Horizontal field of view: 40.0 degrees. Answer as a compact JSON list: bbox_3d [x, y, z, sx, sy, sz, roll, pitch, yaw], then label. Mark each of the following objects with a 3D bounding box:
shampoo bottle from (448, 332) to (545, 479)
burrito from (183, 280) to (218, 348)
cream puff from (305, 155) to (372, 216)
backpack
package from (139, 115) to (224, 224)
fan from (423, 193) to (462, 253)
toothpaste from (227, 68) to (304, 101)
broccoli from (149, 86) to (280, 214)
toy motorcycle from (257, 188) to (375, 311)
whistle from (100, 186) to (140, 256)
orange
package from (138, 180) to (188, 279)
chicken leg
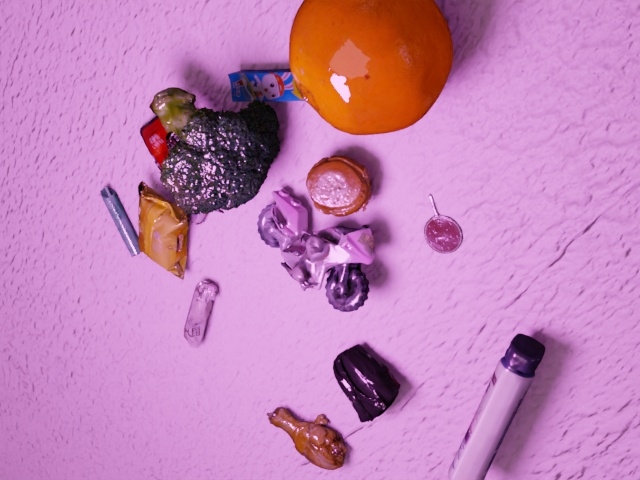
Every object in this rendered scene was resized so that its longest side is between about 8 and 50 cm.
[{"bbox_3d":[0.369,0.355,1.838,0.078,0.134,0.360,27,118,18],"label":"shampoo bottle"},{"bbox_3d":[-0.302,0.184,2.188,0.064,0.064,0.203,31,122,15],"label":"burrito"},{"bbox_3d":[0.039,-0.114,1.846,0.143,0.103,0.127,10,96,11],"label":"cream puff"},{"bbox_3d":[0.104,0.316,1.990,0.165,0.105,0.120,58,148,16],"label":"backpack"},{"bbox_3d":[-0.316,-0.168,2.048,0.194,0.071,0.270,-22,94,42],"label":"package"},{"bbox_3d":[0.246,-0.034,1.825,0.085,0.005,0.133,-12,105,33],"label":"fan"},{"bbox_3d":[-0.068,-0.328,1.851,0.266,0.050,0.065,4,109,27],"label":"toothpaste"},{"bbox_3d":[-0.225,-0.204,1.869,0.297,0.297,0.297,53,126,19],"label":"broccoli"},{"bbox_3d":[0.000,0.000,1.906,0.327,0.143,0.188,42,116,26],"label":"toy motorcycle"},{"bbox_3d":[-0.502,-0.049,2.216,0.039,0.039,0.186,-20,100,34],"label":"whistle"},{"bbox_3d":[0.090,-0.344,1.607,0.312,0.312,0.312,11,115,25],"label":"orange"},{"bbox_3d":[-0.381,-0.021,2.118,0.168,0.090,0.226,36,136,24],"label":"package"},{"bbox_3d":[-0.031,0.470,2.147,0.227,0.088,0.103,38,133,17],"label":"chicken leg"}]
